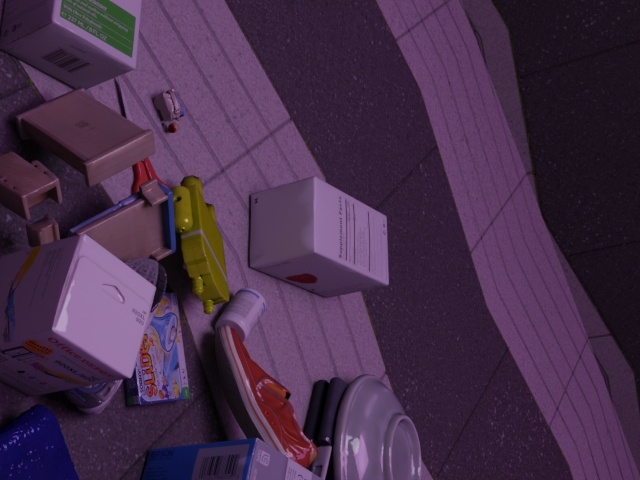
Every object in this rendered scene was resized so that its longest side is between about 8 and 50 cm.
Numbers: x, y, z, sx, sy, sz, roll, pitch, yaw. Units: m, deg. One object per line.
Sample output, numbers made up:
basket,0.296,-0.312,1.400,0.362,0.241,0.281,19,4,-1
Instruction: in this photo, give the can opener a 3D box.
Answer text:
can opener,-0.013,0.408,2.257,0.095,0.076,0.283,49,41,-37

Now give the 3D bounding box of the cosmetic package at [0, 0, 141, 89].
cosmetic package,-0.431,-0.479,1.877,0.197,0.155,0.365,25,60,-48

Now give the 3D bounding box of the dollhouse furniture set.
dollhouse furniture set,-0.425,-0.055,1.814,0.286,0.198,0.303,-33,140,-34

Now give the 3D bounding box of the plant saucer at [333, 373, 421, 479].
plant saucer,0.148,0.500,2.379,0.400,0.101,0.400,-7,90,-66

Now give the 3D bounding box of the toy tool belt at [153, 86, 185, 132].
toy tool belt,-0.291,-0.260,2.103,0.051,0.052,0.083,-34,108,-47

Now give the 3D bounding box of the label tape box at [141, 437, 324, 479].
label tape box,-0.118,0.477,1.907,0.348,0.249,0.115,40,47,-43

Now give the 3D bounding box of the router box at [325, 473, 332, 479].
router box,-0.008,0.555,2.243,0.092,0.038,0.122,58,37,-25

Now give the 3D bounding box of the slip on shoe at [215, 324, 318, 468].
slip on shoe,-0.112,0.304,2.027,0.101,0.123,0.331,-21,65,-25

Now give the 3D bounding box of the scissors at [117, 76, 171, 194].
scissors,-0.349,-0.162,2.005,0.109,0.021,0.297,-41,114,-52

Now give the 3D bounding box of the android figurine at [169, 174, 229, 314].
android figurine,-0.227,0.013,2.010,0.248,0.056,0.272,69,8,-51

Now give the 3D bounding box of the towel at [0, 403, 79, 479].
towel,-0.483,0.406,1.554,0.308,0.076,0.227,-38,117,-56

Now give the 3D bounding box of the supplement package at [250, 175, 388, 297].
supplement package,0.000,0.000,2.332,0.293,0.178,0.175,25,58,-50

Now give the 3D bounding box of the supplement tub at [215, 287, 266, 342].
supplement tub,-0.160,0.152,2.132,0.071,0.071,0.107,61,36,-22

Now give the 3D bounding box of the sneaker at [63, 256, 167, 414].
sneaker,-0.351,0.160,1.790,0.111,0.129,0.297,24,61,2

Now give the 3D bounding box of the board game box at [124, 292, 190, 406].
board game box,-0.306,0.196,1.925,0.136,0.035,0.201,3,76,-57

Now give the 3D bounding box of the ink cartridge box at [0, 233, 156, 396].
ink cartridge box,-0.405,0.119,1.619,0.171,0.233,0.168,42,46,-41
